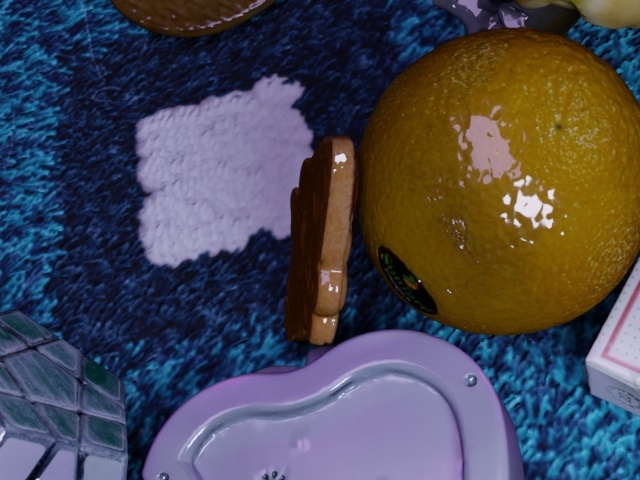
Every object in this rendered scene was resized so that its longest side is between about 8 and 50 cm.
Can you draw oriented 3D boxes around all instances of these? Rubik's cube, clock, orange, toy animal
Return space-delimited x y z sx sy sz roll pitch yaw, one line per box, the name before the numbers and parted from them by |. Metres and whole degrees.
Rubik's cube | -0.307 0.217 1.162 0.319 0.319 0.264 7 40 20
clock | 0.016 0.228 1.154 0.338 0.102 0.339 -7 62 13
orange | 0.158 -0.048 1.147 0.274 0.274 0.274 -7 63 13
toy animal | 0.182 -0.168 1.288 0.272 0.160 0.197 -43 62 1

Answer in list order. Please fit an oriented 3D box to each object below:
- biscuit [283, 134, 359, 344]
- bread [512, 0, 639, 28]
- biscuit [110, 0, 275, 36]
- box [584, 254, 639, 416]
biscuit | 0.000 0.000 1.184 0.043 0.280 0.183 1 53 -15
bread | 0.276 -0.330 1.241 0.315 0.211 0.270 -16 48 -35
biscuit | -0.132 -0.340 1.518 0.262 0.037 0.262 -7 63 14
box | 0.416 0.092 1.104 0.330 0.095 0.210 24 73 24
